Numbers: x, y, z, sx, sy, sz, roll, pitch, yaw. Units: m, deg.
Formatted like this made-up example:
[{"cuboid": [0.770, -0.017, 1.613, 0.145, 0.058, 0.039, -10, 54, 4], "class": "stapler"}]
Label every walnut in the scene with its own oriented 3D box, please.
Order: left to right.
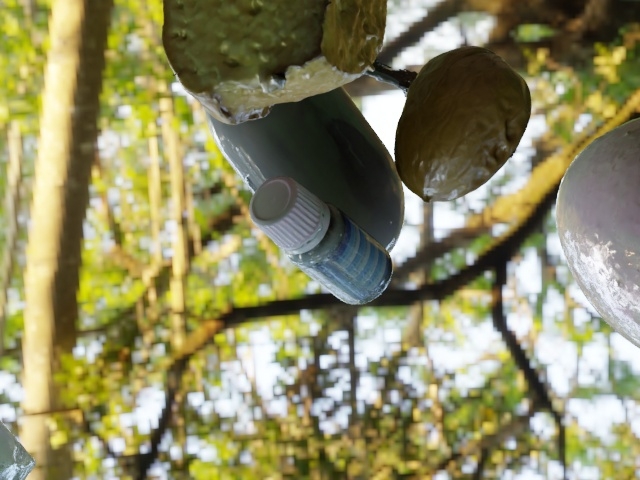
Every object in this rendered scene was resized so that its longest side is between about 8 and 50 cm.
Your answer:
[{"cuboid": [0.162, -0.154, 1.848, 0.167, 0.211, 0.087, 17, 165, 30], "class": "walnut"}]

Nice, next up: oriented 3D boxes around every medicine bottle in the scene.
[{"cuboid": [0.000, 0.000, 1.726, 0.083, 0.083, 0.203, 12, 164, 39], "class": "medicine bottle"}]

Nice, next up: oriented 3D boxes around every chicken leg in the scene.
[{"cuboid": [0.177, -0.257, 2.783, 0.106, 0.253, 0.051, -45, -178, -16], "class": "chicken leg"}]

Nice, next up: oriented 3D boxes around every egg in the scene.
[{"cuboid": [0.475, -0.019, 2.040, 0.340, 0.354, 0.354, 23, -152, 28], "class": "egg"}]

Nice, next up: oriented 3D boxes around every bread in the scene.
[{"cuboid": [-0.023, -0.184, 1.065, 0.143, 0.229, 0.139, -8, 157, 29], "class": "bread"}]

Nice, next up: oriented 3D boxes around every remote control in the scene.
[{"cuboid": [-0.016, -0.111, 1.870, 0.103, 0.332, 0.221, -29, -167, 46], "class": "remote control"}]

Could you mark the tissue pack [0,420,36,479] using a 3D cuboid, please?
[{"cuboid": [-0.588, 0.354, 2.030, 0.194, 0.266, 0.356, 14, -122, 35], "class": "tissue pack"}]
